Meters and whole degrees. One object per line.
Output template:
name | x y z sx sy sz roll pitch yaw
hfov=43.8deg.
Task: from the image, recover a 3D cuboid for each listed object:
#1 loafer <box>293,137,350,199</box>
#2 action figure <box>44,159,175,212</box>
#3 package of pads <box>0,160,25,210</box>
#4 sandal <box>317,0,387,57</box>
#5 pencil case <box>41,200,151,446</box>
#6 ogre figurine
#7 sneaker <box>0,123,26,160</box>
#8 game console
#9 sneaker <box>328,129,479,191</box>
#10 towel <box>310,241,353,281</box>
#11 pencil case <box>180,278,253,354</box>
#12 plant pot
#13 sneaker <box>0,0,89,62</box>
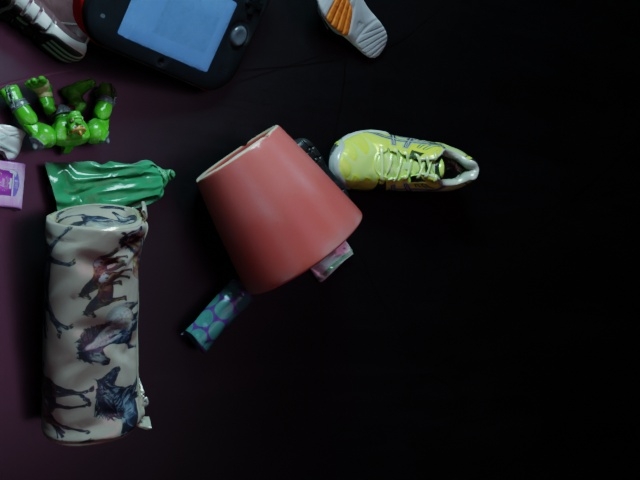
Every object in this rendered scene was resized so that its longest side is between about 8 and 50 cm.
loafer | -0.005 -0.118 1.699 0.076 0.078 0.223 -40 108 -23
action figure | -0.373 -0.096 1.459 0.232 0.063 0.137 -16 98 -29
package of pads | -0.537 -0.094 1.366 0.050 0.032 0.083 5 88 -36
sandal | 0.051 -0.490 1.739 0.102 0.076 0.265 -55 140 -4
pencil case | -0.380 0.137 1.367 0.183 0.160 0.411 -1 102 -27
ogre figurine | -0.444 -0.219 1.394 0.197 0.096 0.118 -7 80 -57
sneaker | -0.572 -0.174 1.328 0.152 0.053 0.061 14 86 -34
game console | -0.228 -0.462 1.410 0.386 0.060 0.342 13 111 -57
sneaker | 0.192 -0.179 1.792 0.384 0.147 0.145 -5 96 -33
towel | 0.000 0.000 1.740 0.113 0.023 0.152 -42 113 -27
pencil case | -0.202 0.150 1.582 0.064 0.070 0.152 38 69 9
plant pot | -0.095 -0.071 1.549 0.275 0.275 0.243 -40 102 -27
sneaker | -0.491 -0.449 1.358 0.281 0.106 0.163 43 63 -38
